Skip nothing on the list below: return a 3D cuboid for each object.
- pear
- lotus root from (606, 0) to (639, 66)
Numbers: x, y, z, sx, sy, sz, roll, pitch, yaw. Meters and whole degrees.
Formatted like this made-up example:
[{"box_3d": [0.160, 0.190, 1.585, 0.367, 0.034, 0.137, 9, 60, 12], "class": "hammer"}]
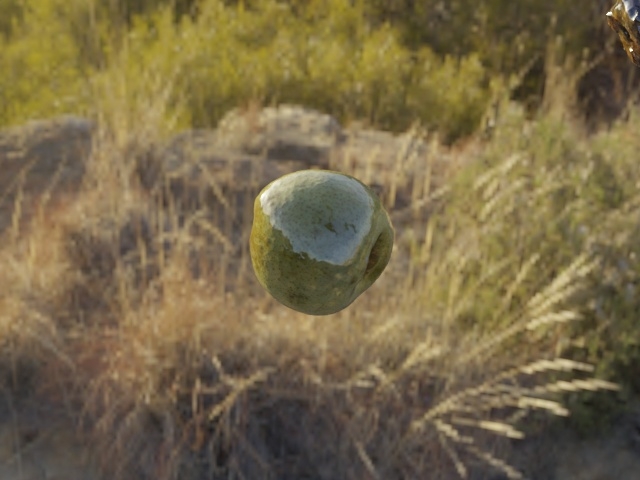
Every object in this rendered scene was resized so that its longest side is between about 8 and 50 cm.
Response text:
[{"box_3d": [0.000, 0.000, 1.509, 0.137, 0.167, 0.167, 20, 37, 18], "class": "pear"}, {"box_3d": [0.303, -0.129, 0.836, 0.258, 0.110, 0.097, 10, 54, 7], "class": "lotus root"}]
